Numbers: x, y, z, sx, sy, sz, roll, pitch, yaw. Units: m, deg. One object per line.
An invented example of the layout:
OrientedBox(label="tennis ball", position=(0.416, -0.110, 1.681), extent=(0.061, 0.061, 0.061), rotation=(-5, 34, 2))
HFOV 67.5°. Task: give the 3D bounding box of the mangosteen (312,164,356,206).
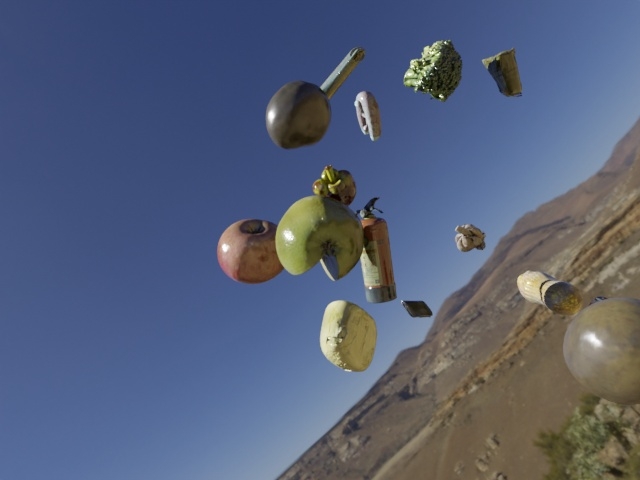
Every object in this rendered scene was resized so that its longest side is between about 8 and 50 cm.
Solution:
OrientedBox(label="mangosteen", position=(0.059, -0.189, 1.718), extent=(0.156, 0.146, 0.181), rotation=(-47, -9, -18))

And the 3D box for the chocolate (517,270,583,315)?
OrientedBox(label="chocolate", position=(0.863, 0.198, 1.813), extent=(0.134, 0.134, 0.309), rotation=(-42, 18, -1))

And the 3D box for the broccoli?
OrientedBox(label="broccoli", position=(0.466, -0.714, 2.011), extent=(0.288, 0.246, 0.247), rotation=(6, -84, -59))

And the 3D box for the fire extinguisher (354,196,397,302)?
OrientedBox(label="fire extinguisher", position=(0.172, 0.032, 1.740), extent=(0.200, 0.375, 0.113), rotation=(0, 11, 44))

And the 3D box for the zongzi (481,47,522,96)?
OrientedBox(label="zongzi", position=(0.783, -0.712, 2.097), extent=(0.094, 0.204, 0.204), rotation=(-24, 15, -11))

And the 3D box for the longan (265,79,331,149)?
OrientedBox(label="longan", position=(-0.076, -0.419, 1.645), extent=(0.248, 0.248, 0.248), rotation=(-37, -21, -16))

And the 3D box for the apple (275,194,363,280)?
OrientedBox(label="apple", position=(0.000, 0.000, 1.548), extent=(0.292, 0.292, 0.254), rotation=(-41, 17, -5))

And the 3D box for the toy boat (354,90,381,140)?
OrientedBox(label="toy boat", position=(0.206, -0.565, 2.181), extent=(0.085, 0.155, 0.227), rotation=(-22, -49, -10))

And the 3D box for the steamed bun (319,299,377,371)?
OrientedBox(label="steamed bun", position=(0.086, 0.354, 1.761), extent=(0.273, 0.166, 0.231), rotation=(43, -128, -43))

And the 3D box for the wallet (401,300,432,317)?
OrientedBox(label="wallet", position=(0.379, 0.266, 1.866), extent=(0.157, 0.082, 0.018), rotation=(6, -46, -49))

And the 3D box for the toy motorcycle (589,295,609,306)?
OrientedBox(label="toy motorcycle", position=(1.163, 0.303, 1.982), extent=(0.213, 0.118, 0.084), rotation=(-29, -48, -30))

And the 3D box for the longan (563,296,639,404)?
OrientedBox(label="longan", position=(0.800, 0.285, 1.263), extent=(0.297, 0.297, 0.297), rotation=(-37, -21, -16))

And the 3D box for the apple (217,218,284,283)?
OrientedBox(label="apple", position=(-0.299, 0.036, 2.195), extent=(0.345, 0.344, 0.269), rotation=(-28, -24, -36))

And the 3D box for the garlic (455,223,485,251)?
OrientedBox(label="garlic", position=(0.676, -0.017, 2.235), extent=(0.194, 0.127, 0.131), rotation=(18, -101, -42))

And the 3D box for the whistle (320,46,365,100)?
OrientedBox(label="whistle", position=(0.045, -0.571, 1.753), extent=(0.326, 0.057, 0.068), rotation=(-44, 3, 29))
